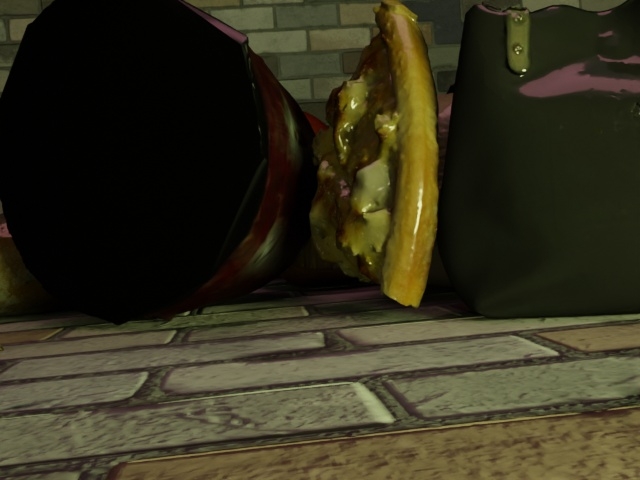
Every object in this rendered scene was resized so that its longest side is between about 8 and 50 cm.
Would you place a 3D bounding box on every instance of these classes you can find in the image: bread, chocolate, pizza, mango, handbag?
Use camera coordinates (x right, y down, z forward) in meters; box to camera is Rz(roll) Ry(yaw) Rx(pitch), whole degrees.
[{"bbox_3d":[0.000,0.000,1.076,0.178,0.133,0.250,-5,2,-37],"label":"bread"},{"bbox_3d":[-0.148,-0.087,0.860,0.383,0.384,0.331,-4,-2,30],"label":"chocolate"},{"bbox_3d":[0.044,-0.078,0.731,0.089,0.324,0.223,8,-19,-21],"label":"pizza"},{"bbox_3d":[-0.429,0.034,0.947,0.316,0.146,0.192,-12,-3,-26],"label":"mango"},{"bbox_3d":[0.266,-0.085,0.608,0.341,0.288,0.152,-5,1,14],"label":"handbag"}]

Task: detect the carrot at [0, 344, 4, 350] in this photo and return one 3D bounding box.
[{"bbox_3d":[-0.328,0.091,0.531,0.164,0.036,0.035,-7,2,-9],"label":"carrot"}]

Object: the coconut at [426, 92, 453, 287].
[{"bbox_3d":[0.162,-0.061,0.863,0.244,0.245,0.247,-5,2,-32],"label":"coconut"}]

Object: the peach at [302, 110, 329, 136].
[{"bbox_3d":[-0.070,-0.091,1.341,0.307,0.333,0.308,-17,-30,-11],"label":"peach"}]

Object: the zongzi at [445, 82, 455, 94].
[{"bbox_3d":[0.256,-0.118,1.097,0.383,0.319,0.362,-16,-36,-22],"label":"zongzi"}]
